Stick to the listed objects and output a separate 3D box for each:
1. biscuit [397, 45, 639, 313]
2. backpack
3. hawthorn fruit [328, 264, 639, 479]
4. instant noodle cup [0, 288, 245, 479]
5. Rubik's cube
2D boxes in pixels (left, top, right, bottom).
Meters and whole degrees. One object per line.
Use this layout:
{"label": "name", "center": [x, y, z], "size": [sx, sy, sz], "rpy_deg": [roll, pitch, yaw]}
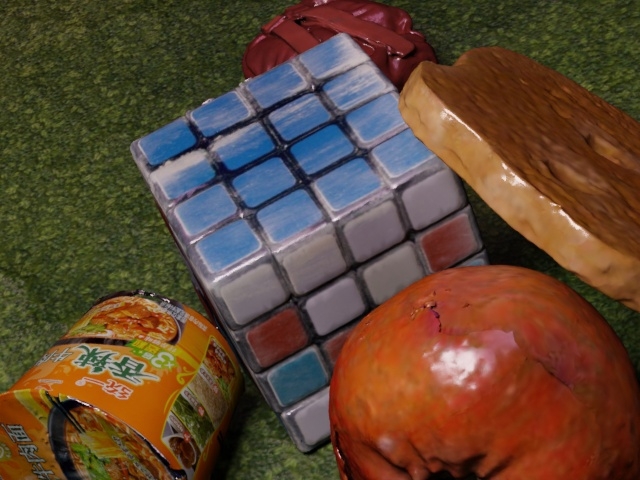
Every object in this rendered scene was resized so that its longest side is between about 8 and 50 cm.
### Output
{"label": "biscuit", "center": [0.258, -0.038, 1.381], "size": [0.385, 0.062, 0.365], "rpy_deg": [40, 26, 16]}
{"label": "backpack", "center": [0.013, -0.202, 1.778], "size": [0.229, 0.139, 0.229], "rpy_deg": [-9, 48, 10]}
{"label": "hawthorn fruit", "center": [0.149, 0.137, 1.311], "size": [0.276, 0.276, 0.307], "rpy_deg": [-7, 20, 17]}
{"label": "instant noodle cup", "center": [-0.186, 0.169, 1.442], "size": [0.230, 0.230, 0.182], "rpy_deg": [2, 37, 25]}
{"label": "Rubik's cube", "center": [-0.001, -0.001, 1.497], "size": [0.259, 0.253, 0.256], "rpy_deg": [-30, 42, -6]}
